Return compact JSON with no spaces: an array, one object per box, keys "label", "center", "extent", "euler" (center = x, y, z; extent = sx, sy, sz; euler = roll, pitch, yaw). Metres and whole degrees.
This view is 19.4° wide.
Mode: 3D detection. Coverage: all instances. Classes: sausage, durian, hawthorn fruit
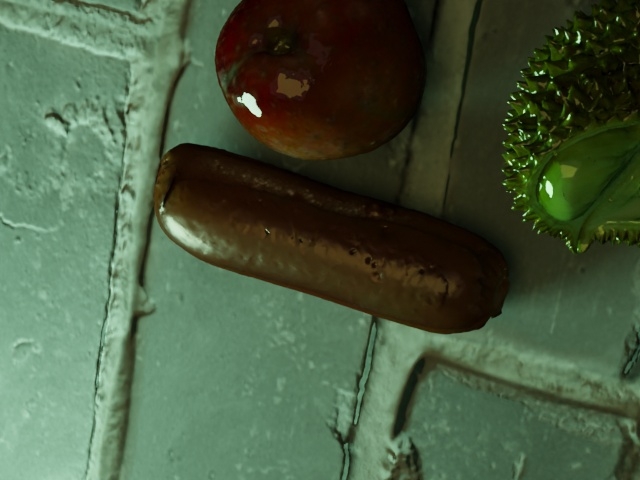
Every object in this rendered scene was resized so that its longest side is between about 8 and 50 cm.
[{"label":"sausage","center":[0.000,0.000,1.598],"extent":[0.330,0.102,0.102],"euler":[17,109,17]},{"label":"durian","center":[0.253,-0.092,1.419],"extent":[0.236,0.177,0.200],"euler":[-9,145,10]},{"label":"hawthorn fruit","center":[-0.005,-0.144,1.518],"extent":[0.172,0.173,0.173],"euler":[5,106,20]}]
